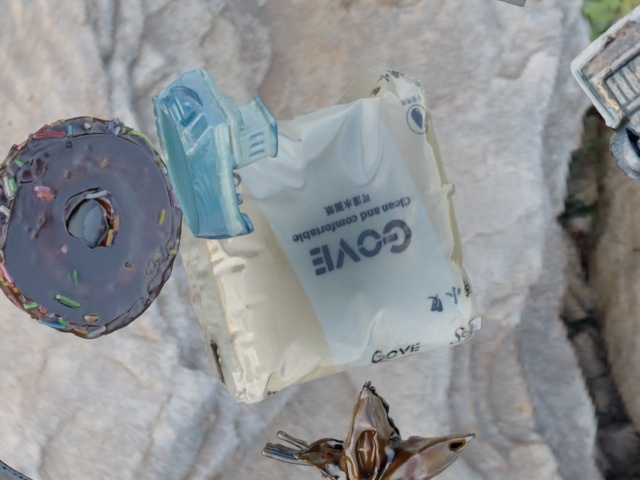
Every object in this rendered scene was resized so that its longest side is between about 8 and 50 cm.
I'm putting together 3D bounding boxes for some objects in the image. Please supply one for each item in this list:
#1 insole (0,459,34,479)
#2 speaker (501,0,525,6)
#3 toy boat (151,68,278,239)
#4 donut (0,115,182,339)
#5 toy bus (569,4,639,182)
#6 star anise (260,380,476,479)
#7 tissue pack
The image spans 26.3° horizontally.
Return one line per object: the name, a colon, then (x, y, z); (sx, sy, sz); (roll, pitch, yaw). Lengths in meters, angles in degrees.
insole: (-0.301, 0.235, 1.272); (0.309, 0.012, 0.110); (38, 39, 13)
speaker: (0.204, -0.322, 1.462); (0.040, 0.046, 0.191); (15, 42, -6)
toy boat: (-0.078, -0.071, 1.193); (0.102, 0.215, 0.088); (-22, 57, -13)
donut: (-0.255, -0.017, 1.428); (0.235, 0.089, 0.235); (-2, 92, -43)
toy bus: (0.265, -0.024, 0.825); (0.106, 0.092, 0.268); (-21, 75, -54)
star anise: (0.049, 0.297, 1.857); (0.148, 0.346, 0.237); (-29, 105, -44)
tissue pack: (0.000, 0.000, 1.787); (0.375, 0.195, 0.390); (-20, 98, -15)
